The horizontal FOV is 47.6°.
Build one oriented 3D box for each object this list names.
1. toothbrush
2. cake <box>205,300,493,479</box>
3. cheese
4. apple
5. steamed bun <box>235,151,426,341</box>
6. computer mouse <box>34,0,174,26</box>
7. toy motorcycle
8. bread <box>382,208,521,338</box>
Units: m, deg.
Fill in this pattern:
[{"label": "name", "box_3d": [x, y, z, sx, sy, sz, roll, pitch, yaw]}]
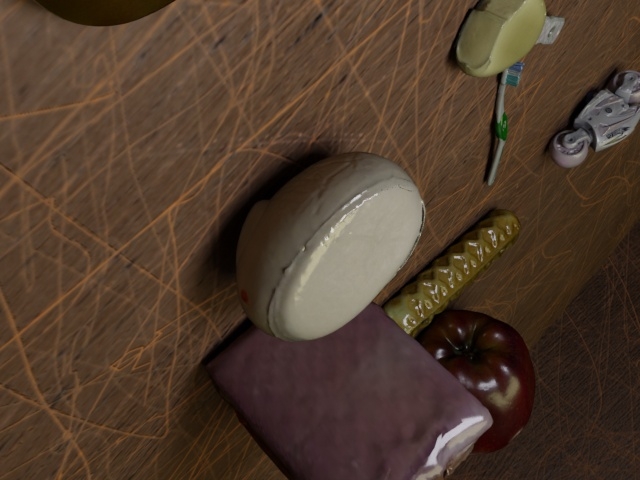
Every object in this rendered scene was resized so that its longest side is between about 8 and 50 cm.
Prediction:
[{"label": "toothbrush", "box_3d": [0.283, -0.177, 1.146, 0.030, 0.030, 0.304, -43, 156, -17]}, {"label": "cake", "box_3d": [0.033, 0.219, 0.938, 0.230, 0.309, 0.237, -37, 155, -17]}, {"label": "cheese", "box_3d": [0.266, -0.280, 0.953, 0.255, 0.050, 0.127, -21, 140, -49]}, {"label": "apple", "box_3d": [0.322, 0.305, 1.561, 0.288, 0.288, 0.316, -40, 143, -22]}, {"label": "steamed bun", "box_3d": [0.000, 0.000, 0.787, 0.228, 0.131, 0.177, -47, 144, -6]}, {"label": "computer mouse", "box_3d": [-0.064, -0.256, 0.419, 0.310, 0.072, 0.158, -47, 152, -8]}, {"label": "toy motorcycle", "box_3d": [0.555, -0.232, 1.419, 0.254, 0.112, 0.112, -45, 154, -11]}, {"label": "bread", "box_3d": [0.243, 0.059, 1.330, 0.367, 0.084, 0.077, -37, -166, -25]}]
